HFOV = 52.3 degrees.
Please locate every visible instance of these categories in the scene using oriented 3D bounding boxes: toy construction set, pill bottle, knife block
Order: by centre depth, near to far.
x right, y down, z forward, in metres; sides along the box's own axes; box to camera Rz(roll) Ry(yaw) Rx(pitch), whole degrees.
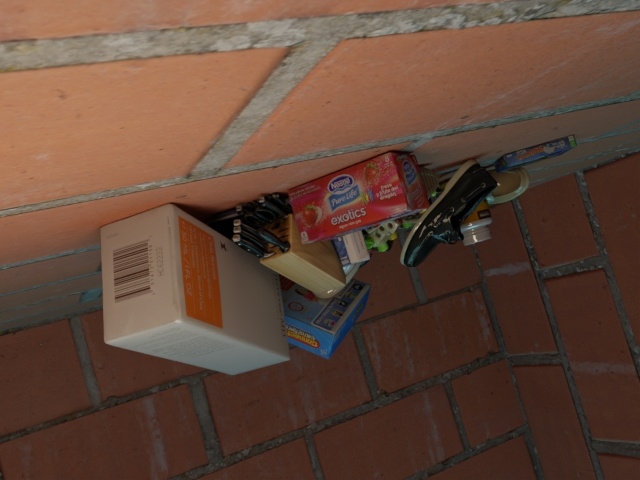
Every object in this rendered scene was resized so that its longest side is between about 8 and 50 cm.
[{"bbox_3d":[-0.072,0.026,1.404,0.088,0.275,0.242,-17,-167,31],"label":"knife block"},{"bbox_3d":[0.207,-0.061,1.803,0.215,0.151,0.328,-15,-176,38],"label":"toy construction set"},{"bbox_3d":[0.428,-0.098,1.898,0.117,0.215,0.117,-16,176,-1],"label":"pill bottle"}]

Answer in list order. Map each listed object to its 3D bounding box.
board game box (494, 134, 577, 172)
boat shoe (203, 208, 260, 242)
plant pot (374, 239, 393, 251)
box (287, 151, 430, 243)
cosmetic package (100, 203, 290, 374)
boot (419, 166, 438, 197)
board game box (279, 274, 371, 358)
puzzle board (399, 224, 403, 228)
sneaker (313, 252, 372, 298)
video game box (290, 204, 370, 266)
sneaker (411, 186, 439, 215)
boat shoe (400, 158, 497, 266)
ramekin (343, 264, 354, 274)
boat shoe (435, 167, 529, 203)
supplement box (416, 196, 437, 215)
[{"bbox_3d":[0.617,-0.247,1.881,0.201,0.035,0.136,-16,176,1],"label":"board game box"},{"bbox_3d":[-0.268,0.011,1.500,0.341,0.127,0.158,-26,166,21],"label":"boat shoe"},{"bbox_3d":[0.134,-0.036,2.146,0.165,0.166,0.167,-8,180,27],"label":"plant pot"},{"bbox_3d":[0.078,-0.086,1.353,0.257,0.122,0.128,-18,175,31],"label":"box"},{"bbox_3d":[-0.234,0.121,1.322,0.162,0.230,0.453,-17,157,16],"label":"cosmetic package"},{"bbox_3d":[0.141,-0.124,1.611,0.248,0.090,0.207,-19,-168,-27],"label":"boot"},{"bbox_3d":[-0.048,0.175,1.871,0.302,0.086,0.308,20,-151,16],"label":"board game box"},{"bbox_3d":[0.276,-0.077,2.460,0.128,0.011,0.096,18,-149,29],"label":"puzzle board"},{"bbox_3d":[0.084,0.056,1.923,0.131,0.148,0.350,17,-126,25],"label":"sneaker"},{"bbox_3d":[0.014,-0.021,1.554,0.048,0.187,0.205,-11,173,-39],"label":"video game box"},{"bbox_3d":[0.288,-0.112,2.043,0.208,0.094,0.081,-21,172,39],"label":"sneaker"},{"bbox_3d":[0.347,-0.049,1.738,0.340,0.113,0.127,-53,154,8],"label":"boat shoe"},{"bbox_3d":[0.000,0.000,1.742,0.109,0.207,0.207,-2,168,-35],"label":"ramekin"},{"bbox_3d":[0.495,-0.164,2.021,0.302,0.109,0.098,-7,178,44],"label":"boat shoe"},{"bbox_3d":[0.312,-0.107,2.367,0.239,0.073,0.130,-13,176,-27],"label":"supplement box"}]
